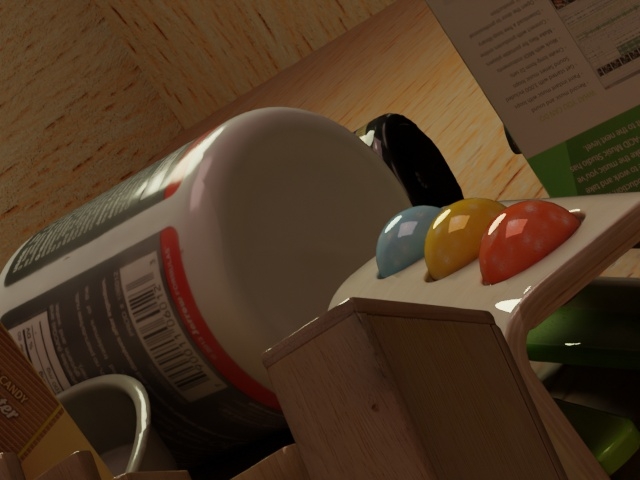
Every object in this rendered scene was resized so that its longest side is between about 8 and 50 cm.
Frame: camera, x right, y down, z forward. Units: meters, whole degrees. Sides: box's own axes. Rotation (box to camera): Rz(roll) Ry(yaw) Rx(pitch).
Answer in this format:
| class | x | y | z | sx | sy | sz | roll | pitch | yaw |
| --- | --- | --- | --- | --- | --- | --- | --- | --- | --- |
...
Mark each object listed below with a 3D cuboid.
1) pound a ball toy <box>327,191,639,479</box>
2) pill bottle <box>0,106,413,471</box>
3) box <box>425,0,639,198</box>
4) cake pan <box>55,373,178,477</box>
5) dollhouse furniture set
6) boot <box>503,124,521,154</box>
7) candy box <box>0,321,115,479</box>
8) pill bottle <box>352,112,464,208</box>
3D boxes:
| class | x | y | z | sx | sy | sz | roll | pitch | yaw |
| --- | --- | --- | --- | --- | --- | --- | --- | --- | --- |
| pound a ball toy | 0.078 | 0.062 | 0.937 | 0.208 | 0.135 | 0.319 | -37 | 9 | -13 |
| pill bottle | -0.110 | 0.059 | 1.369 | 0.363 | 0.210 | 0.210 | -25 | 14 | 45 |
| box | 0.176 | -0.175 | 1.191 | 0.232 | 0.322 | 0.058 | -26 | 9 | 42 |
| cake pan | -0.196 | 0.213 | 1.197 | 0.293 | 0.054 | 0.293 | -39 | 22 | 19 |
| dollhouse furniture set | -0.022 | 0.151 | 0.699 | 0.242 | 0.161 | 0.212 | -34 | -22 | 28 |
| boot | 0.227 | -0.122 | 1.575 | 0.106 | 0.082 | 0.219 | -7 | 16 | 22 |
| candy box | -0.210 | 0.145 | 0.978 | 0.183 | 0.316 | 0.087 | -39 | 11 | -25 |
| pill bottle | 0.000 | 0.000 | 1.537 | 0.219 | 0.123 | 0.123 | -31 | 11 | 23 |
